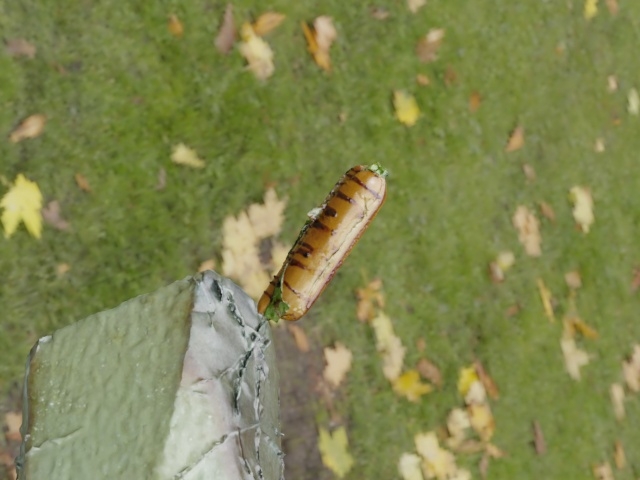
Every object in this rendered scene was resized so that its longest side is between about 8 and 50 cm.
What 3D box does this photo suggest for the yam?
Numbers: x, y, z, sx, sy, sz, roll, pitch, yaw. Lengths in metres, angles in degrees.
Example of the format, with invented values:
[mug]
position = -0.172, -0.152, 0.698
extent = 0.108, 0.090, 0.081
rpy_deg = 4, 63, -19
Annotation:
[yam]
position = -0.110, 0.198, 0.913
extent = 0.271, 0.202, 0.201
rpy_deg = -96, 162, -47

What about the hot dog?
[hot dog]
position = 0.000, 0.000, 0.788
extent = 0.037, 0.122, 0.049
rpy_deg = 35, 5, -9
